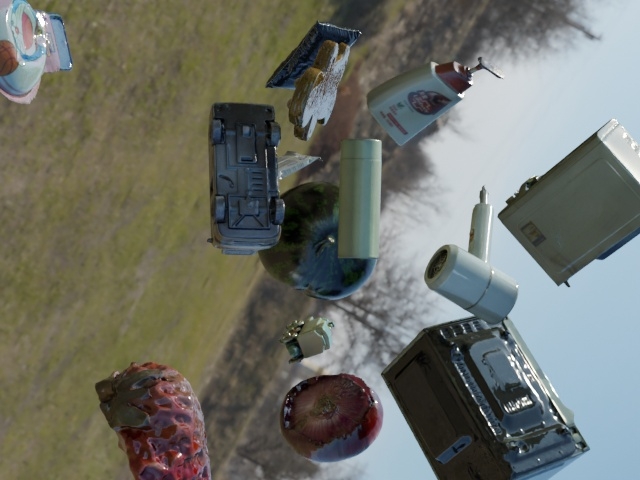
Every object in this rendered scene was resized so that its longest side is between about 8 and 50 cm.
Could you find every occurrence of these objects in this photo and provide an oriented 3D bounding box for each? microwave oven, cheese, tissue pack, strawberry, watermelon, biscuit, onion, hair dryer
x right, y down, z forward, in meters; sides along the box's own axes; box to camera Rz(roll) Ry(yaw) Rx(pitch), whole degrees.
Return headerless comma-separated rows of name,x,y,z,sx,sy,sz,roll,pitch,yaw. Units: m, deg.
microwave oven,0.345,0.350,2.031,0.286,0.355,0.218,-7,148,-37
cheese,-0.437,-0.292,1.414,0.286,0.074,0.188,-34,116,-74
tissue pack,-0.101,-0.160,2.157,0.193,0.123,0.026,-28,113,-37
strawberry,-0.249,0.355,1.612,0.149,0.336,0.265,-24,-154,-17
microwave oven,0.400,-0.058,1.457,0.205,0.163,0.129,-42,177,35
watermelon,-0.001,0.000,2.091,0.269,0.269,0.269,-62,-179,1
biscuit,-0.010,-0.287,1.838,0.301,0.049,0.196,-54,160,-68
onion,0.026,0.412,2.244,0.248,0.248,0.161,-63,147,-22
hair dryer,0.324,0.000,2.046,0.107,0.173,0.357,-45,-158,41

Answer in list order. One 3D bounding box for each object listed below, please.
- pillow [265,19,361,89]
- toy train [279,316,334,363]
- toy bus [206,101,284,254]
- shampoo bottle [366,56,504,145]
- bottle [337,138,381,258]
pillow,-0.016,-0.395,2.102,0.141,0.055,0.208,-5,152,-45
toy train,-0.027,0.240,2.410,0.125,0.080,0.194,-20,-172,12
toy bus,-0.153,-0.114,1.879,0.157,0.139,0.289,121,-34,-65
shampoo bottle,0.248,-0.319,2.091,0.284,0.153,0.071,-23,-140,30
bottle,0.066,-0.070,1.644,0.072,0.072,0.201,153,-62,-89
